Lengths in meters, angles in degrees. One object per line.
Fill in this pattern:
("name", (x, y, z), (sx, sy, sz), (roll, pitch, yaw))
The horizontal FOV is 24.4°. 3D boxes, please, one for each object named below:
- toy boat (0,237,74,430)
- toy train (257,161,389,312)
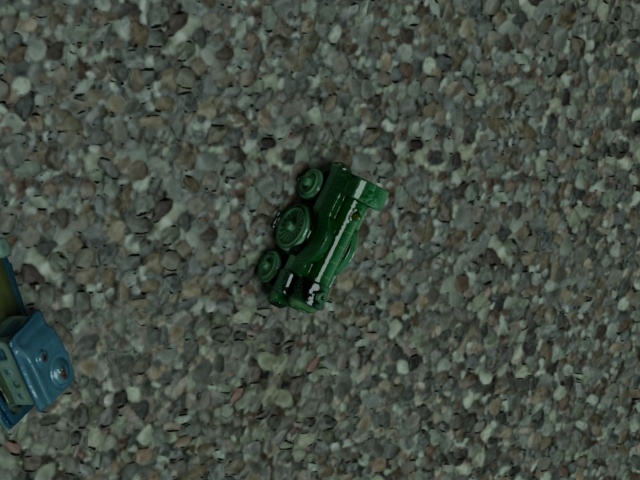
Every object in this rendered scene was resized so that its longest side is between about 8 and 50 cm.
("toy boat", (-0.320, 0.073, 1.461), (0.109, 0.098, 0.238), (-50, 129, -48))
("toy train", (0.000, 0.000, 1.647), (0.071, 0.104, 0.178), (26, 90, -38))
